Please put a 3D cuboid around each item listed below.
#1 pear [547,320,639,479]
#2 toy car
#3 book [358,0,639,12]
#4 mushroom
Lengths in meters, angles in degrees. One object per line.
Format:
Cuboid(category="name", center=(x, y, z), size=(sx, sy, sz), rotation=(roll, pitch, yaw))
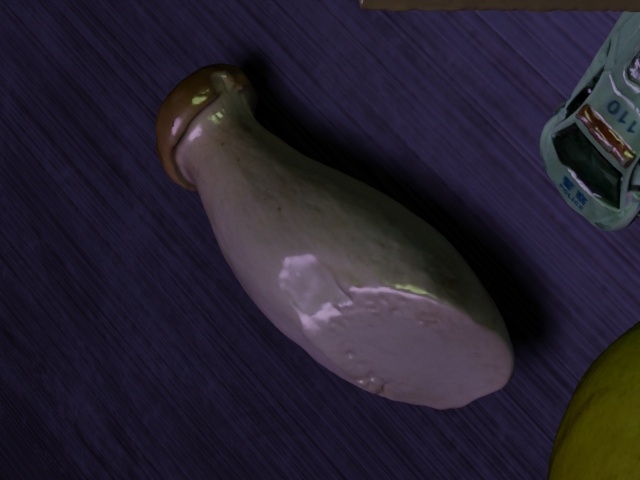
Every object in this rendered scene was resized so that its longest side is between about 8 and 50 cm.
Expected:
Cuboid(category="pear", center=(0.254, 0.145, 0.783), size=(0.307, 0.253, 0.253), rotation=(14, 124, 49))
Cuboid(category="toy car", center=(0.180, -0.068, 0.894), size=(0.093, 0.058, 0.186), rotation=(49, 144, 14))
Cuboid(category="book", center=(0.132, -0.184, 0.759), size=(0.026, 0.231, 0.161), rotation=(-90, 0, -53))
Cuboid(category="mushroom", center=(0.000, 0.000, 1.128), size=(0.350, 0.128, 0.128), rotation=(45, 143, 30))
